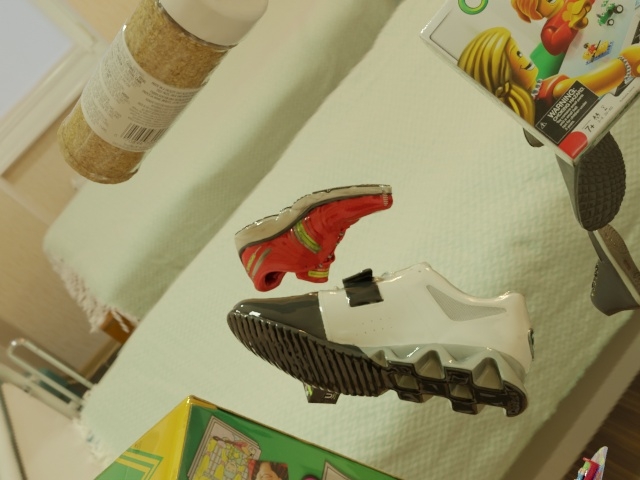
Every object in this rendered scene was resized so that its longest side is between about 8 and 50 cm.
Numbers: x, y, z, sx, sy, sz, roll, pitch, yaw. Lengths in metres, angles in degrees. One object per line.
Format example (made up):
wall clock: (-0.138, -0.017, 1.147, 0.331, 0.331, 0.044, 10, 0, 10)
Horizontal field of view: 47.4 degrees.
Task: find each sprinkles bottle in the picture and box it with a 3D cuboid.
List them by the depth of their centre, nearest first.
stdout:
sprinkles bottle: (-0.204, -0.204, 0.886, 0.355, 0.121, 0.121, -38, 28, 42)

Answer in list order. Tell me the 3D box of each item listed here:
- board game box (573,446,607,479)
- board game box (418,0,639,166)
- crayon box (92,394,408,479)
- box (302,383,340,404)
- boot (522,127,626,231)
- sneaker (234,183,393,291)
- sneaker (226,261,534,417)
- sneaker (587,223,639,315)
board game box: (0.517, 0.476, 1.445, 0.168, 0.033, 0.133, -47, -20, -51)
board game box: (0.262, -0.245, 0.661, 0.193, 0.053, 0.305, 44, 103, 17)
crayon box: (-0.053, 0.317, 0.709, 0.313, 0.363, 0.106, -43, 30, 35)
box: (0.002, 0.218, 1.199, 0.083, 0.052, 0.062, -112, 34, -54)
boot: (0.376, -0.146, 1.118, 0.083, 0.246, 0.161, -18, 16, -12)
sneaker: (0.000, 0.000, 1.049, 0.279, 0.107, 0.118, -26, 79, 35)
sneaker: (0.065, 0.089, 0.799, 0.331, 0.122, 0.146, 9, 55, 15)
sneaker: (0.634, 0.066, 1.636, 0.083, 0.222, 0.118, -24, -7, -42)
